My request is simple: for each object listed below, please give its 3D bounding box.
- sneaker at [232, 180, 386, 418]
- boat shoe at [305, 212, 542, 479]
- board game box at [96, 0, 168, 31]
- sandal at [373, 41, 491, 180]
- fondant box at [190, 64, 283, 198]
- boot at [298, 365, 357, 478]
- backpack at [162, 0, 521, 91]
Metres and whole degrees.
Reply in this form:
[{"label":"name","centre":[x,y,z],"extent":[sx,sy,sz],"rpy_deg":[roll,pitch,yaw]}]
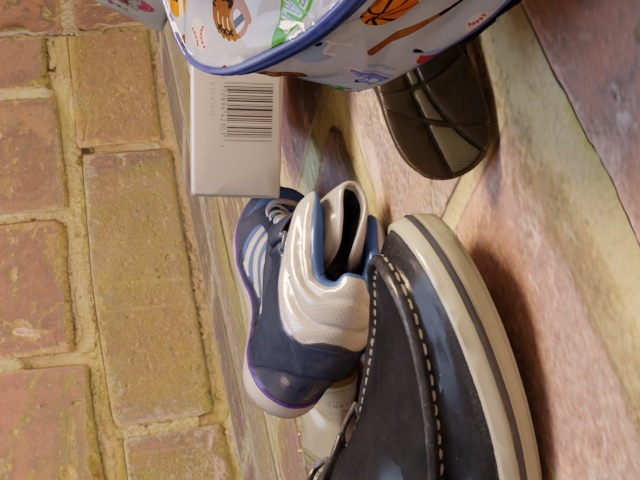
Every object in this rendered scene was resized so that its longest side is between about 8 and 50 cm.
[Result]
[{"label":"sneaker","centre":[0.000,0.000,0.931],"extent":[0.322,0.130,0.236],"rpy_deg":[-92,24,-44]},{"label":"boat shoe","centre":[0.060,0.224,0.681],"extent":[0.187,0.156,0.500],"rpy_deg":[-123,29,-65]},{"label":"board game box","centre":[-0.154,-0.410,1.018],"extent":[0.303,0.098,0.224],"rpy_deg":[-67,13,-3]},{"label":"sandal","centre":[0.067,-0.147,0.624],"extent":[0.060,0.090,0.219],"rpy_deg":[21,-128,-80]},{"label":"fondant box","centre":[-0.092,-0.209,1.015],"extent":[0.330,0.096,0.238],"rpy_deg":[-104,16,-69]},{"label":"boot","centre":[-0.006,0.188,1.103],"extent":[0.213,0.077,0.165],"rpy_deg":[-133,35,-63]},{"label":"backpack","centre":[-0.005,-0.216,0.459],"extent":[0.276,0.213,0.263],"rpy_deg":[-31,74,50]}]
